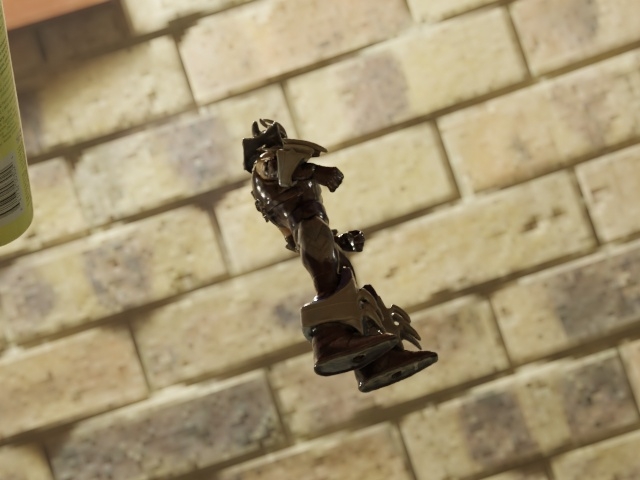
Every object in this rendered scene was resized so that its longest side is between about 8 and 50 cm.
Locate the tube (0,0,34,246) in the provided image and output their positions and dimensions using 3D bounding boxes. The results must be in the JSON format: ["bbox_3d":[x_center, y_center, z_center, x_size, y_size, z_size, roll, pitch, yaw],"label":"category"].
[{"bbox_3d":[-0.197,-0.103,0.912,0.062,0.070,0.240,-13,-47,-14],"label":"tube"}]

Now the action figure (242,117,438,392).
[{"bbox_3d":[0.000,0.000,1.552,0.099,0.285,0.185,-28,-28,5],"label":"action figure"}]
